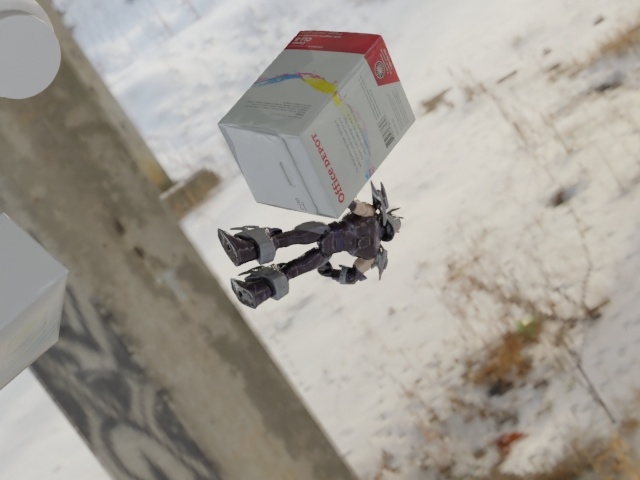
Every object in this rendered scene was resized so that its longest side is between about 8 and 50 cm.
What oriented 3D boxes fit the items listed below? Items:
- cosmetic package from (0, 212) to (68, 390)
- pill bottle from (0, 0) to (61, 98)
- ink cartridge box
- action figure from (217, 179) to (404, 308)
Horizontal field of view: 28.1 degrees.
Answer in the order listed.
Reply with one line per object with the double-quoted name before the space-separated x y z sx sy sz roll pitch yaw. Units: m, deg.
"cosmetic package" -0.483 0.120 1.785 0.224 0.138 0.224 -44 -12 -32
"pill bottle" -0.336 -0.209 1.307 0.112 0.112 0.187 -37 34 -13
"ink cartridge box" -0.003 -0.133 1.446 0.127 0.128 0.176 11 50 38
"action figure" 0.000 0.000 1.889 0.285 0.185 0.099 -17 24 -22
